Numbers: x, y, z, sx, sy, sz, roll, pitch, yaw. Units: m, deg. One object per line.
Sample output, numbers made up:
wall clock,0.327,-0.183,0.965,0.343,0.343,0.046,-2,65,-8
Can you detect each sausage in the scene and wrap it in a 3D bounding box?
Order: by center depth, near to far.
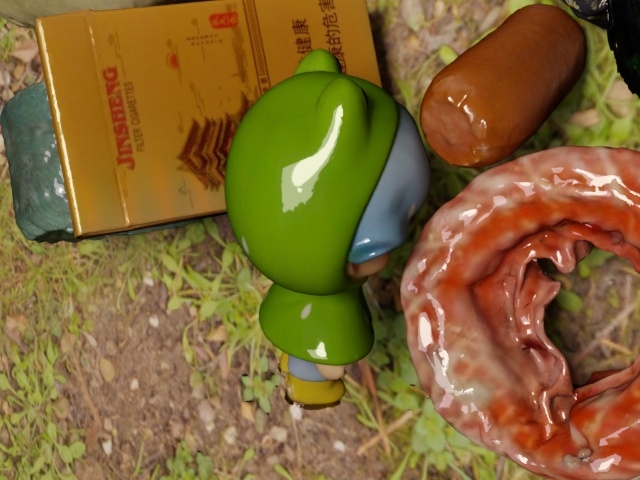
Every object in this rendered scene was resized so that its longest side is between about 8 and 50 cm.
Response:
sausage,0.140,-0.118,0.567,0.076,0.197,0.076,21,132,26

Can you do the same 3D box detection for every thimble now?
thimble,0.188,0.046,0.555,0.239,0.162,0.239,1,92,31
thimble,-0.209,-0.077,0.781,0.199,0.235,0.143,-7,89,-13

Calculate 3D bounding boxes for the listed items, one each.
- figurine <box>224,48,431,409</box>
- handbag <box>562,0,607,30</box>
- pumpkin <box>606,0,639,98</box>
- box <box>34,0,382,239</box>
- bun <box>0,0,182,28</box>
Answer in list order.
figurine,0.000,0.000,0.571,0.143,0.162,0.263,2,116,-7
handbag,0.202,-0.235,0.598,0.139,0.072,0.115,39,110,39
pumpkin,0.293,-0.148,0.462,0.233,0.163,0.233,15,124,23
box,-0.083,-0.110,0.658,0.076,0.274,0.174,169,90,-73
bun,-0.176,-0.340,0.735,0.361,0.213,0.360,-6,76,23
